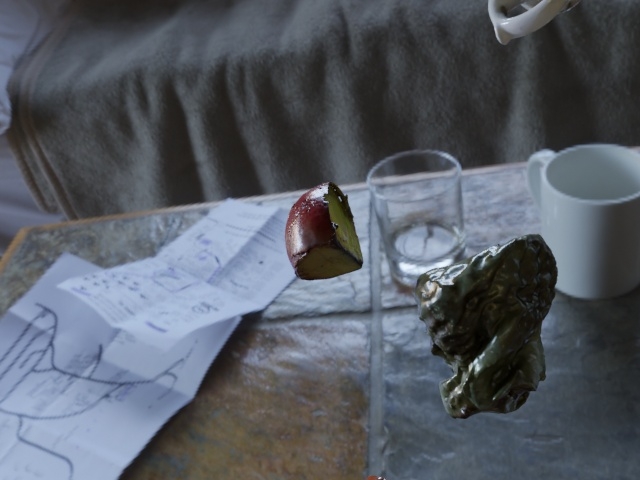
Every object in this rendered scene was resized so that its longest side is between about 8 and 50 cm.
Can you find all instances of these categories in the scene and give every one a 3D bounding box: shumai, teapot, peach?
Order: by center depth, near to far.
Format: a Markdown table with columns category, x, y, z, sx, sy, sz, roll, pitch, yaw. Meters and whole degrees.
| category | x | y | z | sx | sy | sz | roll | pitch | yaw |
| --- | --- | --- | --- | --- | --- | --- | --- | --- | --- |
| peach | 0.000 | 0.000 | 0.486 | 0.050 | 0.077 | 0.083 | -17 | 26 | 8 |
| teapot | 0.232 | -0.346 | 0.806 | 0.139 | 0.204 | 0.298 | -33 | 34 | 24 |
| shumai | 0.231 | 0.118 | 0.904 | 0.189 | 0.256 | 0.218 | -16 | 78 | 20 |

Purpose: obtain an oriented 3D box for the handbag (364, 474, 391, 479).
| category | x | y | z | sx | sy | sz | roll | pitch | yaw |
| --- | --- | --- | --- | --- | --- | --- | --- | --- | --- |
| handbag | 0.041 | 0.373 | 0.848 | 0.190 | 0.062 | 0.127 | -34 | 6 | -26 |
